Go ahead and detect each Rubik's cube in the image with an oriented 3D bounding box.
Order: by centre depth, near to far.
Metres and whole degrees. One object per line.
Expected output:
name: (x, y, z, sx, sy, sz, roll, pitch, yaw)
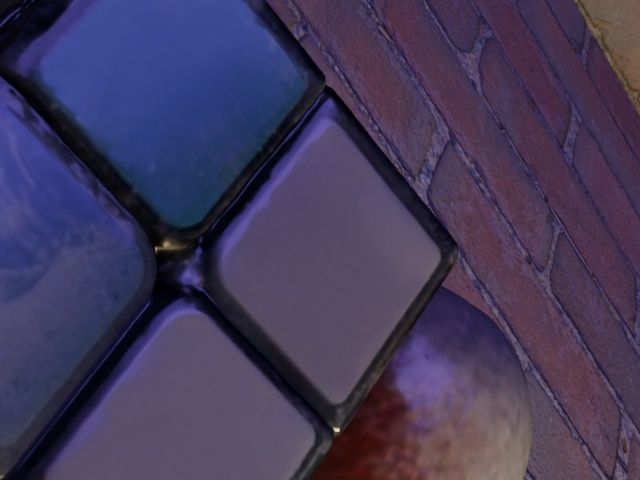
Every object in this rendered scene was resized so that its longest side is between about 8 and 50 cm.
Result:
Rubik's cube: (-0.165, 0.015, 0.813, 0.318, 0.313, 0.316, 51, 62, -26)

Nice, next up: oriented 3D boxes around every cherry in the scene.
cherry: (0.042, 0.180, 1.182, 0.326, 0.291, 0.335, 3, 75, -50)
